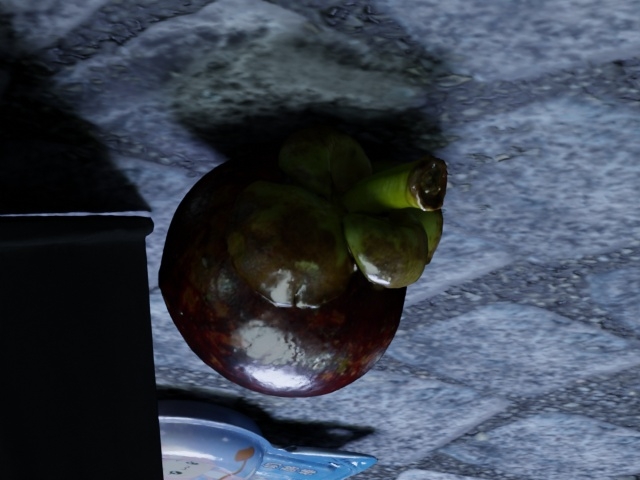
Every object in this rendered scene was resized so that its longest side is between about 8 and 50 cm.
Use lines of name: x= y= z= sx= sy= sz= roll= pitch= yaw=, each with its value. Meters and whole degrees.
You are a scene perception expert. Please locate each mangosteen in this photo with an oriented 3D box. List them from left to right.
mangosteen: x=-0.011 y=-0.002 z=1.096 sx=0.145 sy=0.156 sz=0.181 roll=27 pitch=127 yaw=7

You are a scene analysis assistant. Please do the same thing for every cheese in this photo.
cheese: x=-0.082 y=0.178 z=1.617 sx=0.244 sy=0.052 sz=0.135 roll=14 pitch=155 yaw=-24

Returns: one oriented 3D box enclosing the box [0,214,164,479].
box: x=-0.249 y=0.092 z=1.089 sx=0.251 sy=0.204 sz=0.345 roll=-3 pitch=-178 yaw=11
